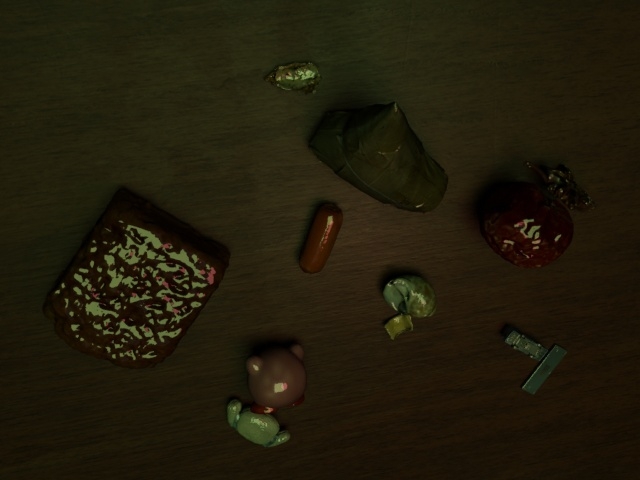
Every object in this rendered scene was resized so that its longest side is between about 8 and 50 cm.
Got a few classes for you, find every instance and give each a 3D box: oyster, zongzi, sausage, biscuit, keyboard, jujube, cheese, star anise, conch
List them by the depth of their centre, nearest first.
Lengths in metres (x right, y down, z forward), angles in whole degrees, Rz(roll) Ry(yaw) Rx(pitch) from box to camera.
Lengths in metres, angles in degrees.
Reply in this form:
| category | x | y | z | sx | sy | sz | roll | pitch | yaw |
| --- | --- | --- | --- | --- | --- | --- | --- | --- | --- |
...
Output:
| category | x | y | z | sx | sy | sz | roll | pitch | yaw |
| --- | --- | --- | --- | --- | --- | --- | --- | --- | --- |
| zongzi | 0.198 | -0.185 | 1.353 | 0.355 | 0.393 | 0.174 | 28 | 80 | -21 |
| oyster | -0.063 | -0.397 | 1.417 | 0.132 | 0.029 | 0.086 | 18 | 100 | -12 |
| biscuit | -0.458 | 0.116 | 1.466 | 0.342 | 0.166 | 0.395 | 31 | 101 | -20 |
| jujube | 0.530 | -0.041 | 1.543 | 0.232 | 0.213 | 0.213 | 33 | 101 | -25 |
| sausage | 0.000 | 0.000 | 1.545 | 0.076 | 0.076 | 0.198 | 16 | 107 | -14 |
| star anise | 0.627 | -0.155 | 1.557 | 0.234 | 0.177 | 0.073 | 43 | 121 | -4 |
| conch | 0.257 | 0.152 | 1.629 | 0.172 | 0.106 | 0.116 | 22 | 113 | -1 |
| cheese | 0.230 | 0.242 | 1.685 | 0.084 | 0.041 | 0.060 | -26 | 105 | 17 |
| keyboard | 0.692 | 0.400 | 1.828 | 0.055 | 0.014 | 0.176 | 29 | 103 | -18 |

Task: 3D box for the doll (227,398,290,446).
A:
| category | x | y | z | sx | sy | sz | roll | pitch | yaw |
| --- | --- | --- | --- | --- | --- | --- | --- | --- | --- |
| doll | -0.185 | 0.534 | 1.706 | 0.214 | 0.071 | 0.104 | 33 | 100 | -15 |

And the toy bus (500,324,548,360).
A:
| category | x | y | z | sx | sy | sz | roll | pitch | yaw |
| --- | --- | --- | --- | --- | --- | --- | --- | --- | --- |
| toy bus | 0.604 | 0.305 | 1.755 | 0.152 | 0.061 | 0.051 | 29 | 101 | -19 |

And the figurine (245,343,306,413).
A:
| category | x | y | z | sx | sy | sz | roll | pitch | yaw |
| --- | --- | --- | --- | --- | --- | --- | --- | --- | --- |
| figurine | -0.120 | 0.373 | 1.610 | 0.173 | 0.173 | 0.174 | -3 | 110 | -8 |
